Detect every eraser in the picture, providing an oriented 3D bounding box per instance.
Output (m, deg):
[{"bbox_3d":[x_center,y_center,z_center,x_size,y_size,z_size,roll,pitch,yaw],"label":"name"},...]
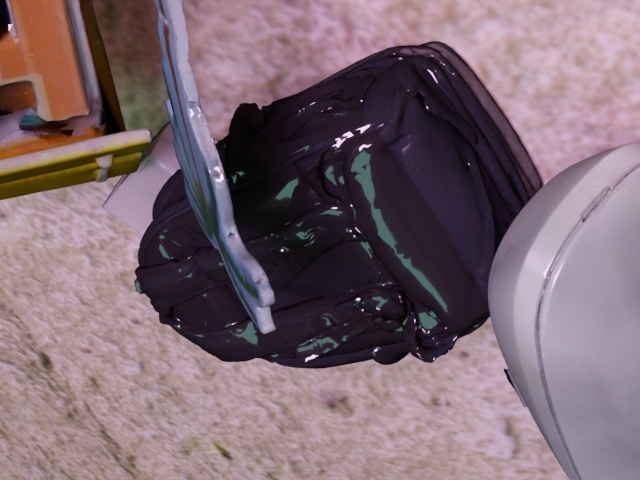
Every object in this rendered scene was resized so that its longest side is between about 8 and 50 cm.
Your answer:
[{"bbox_3d":[-0.045,0.006,0.846,0.225,0.052,0.095,36,142,-14],"label":"eraser"}]

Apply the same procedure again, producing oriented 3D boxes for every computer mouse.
[{"bbox_3d":[0.202,0.068,0.687,0.097,0.159,0.288,22,152,49],"label":"computer mouse"}]

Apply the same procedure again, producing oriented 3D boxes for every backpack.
[{"bbox_3d":[0.000,0.000,0.721,0.258,0.133,0.206,-21,119,30],"label":"backpack"}]

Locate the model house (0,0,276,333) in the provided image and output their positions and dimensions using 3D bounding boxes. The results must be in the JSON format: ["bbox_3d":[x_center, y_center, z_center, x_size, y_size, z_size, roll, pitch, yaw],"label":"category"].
[{"bbox_3d":[-0.199,-0.066,0.569,0.300,0.340,0.324,-17,149,-12],"label":"model house"}]
